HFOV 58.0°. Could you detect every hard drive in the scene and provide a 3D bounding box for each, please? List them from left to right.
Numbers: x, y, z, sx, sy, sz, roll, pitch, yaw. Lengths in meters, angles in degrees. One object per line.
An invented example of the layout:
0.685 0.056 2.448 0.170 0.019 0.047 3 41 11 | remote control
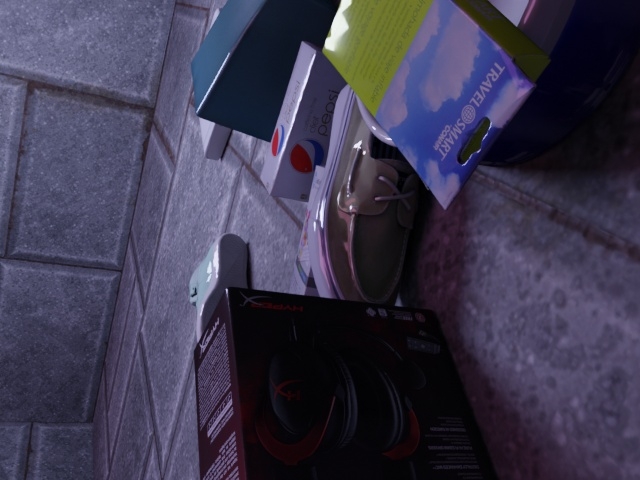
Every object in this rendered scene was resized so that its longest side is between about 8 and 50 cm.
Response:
-0.258 -0.400 1.454 0.233 0.047 0.353 -61 31 36 | hard drive

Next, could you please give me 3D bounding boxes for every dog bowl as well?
0.135 -0.199 0.488 0.265 0.104 0.265 -31 55 58 | dog bowl

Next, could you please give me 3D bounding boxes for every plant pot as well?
-0.083 -0.310 0.935 0.234 0.165 0.166 -51 37 34 | plant pot

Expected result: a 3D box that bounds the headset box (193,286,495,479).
0.022 0.194 0.465 0.110 0.218 0.293 -58 33 40 | headset box

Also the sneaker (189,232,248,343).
-0.202 0.127 1.103 0.151 0.094 0.256 -45 33 43 | sneaker

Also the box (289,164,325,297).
0.000 0.000 0.746 0.145 0.038 0.186 -126 49 -78 | box

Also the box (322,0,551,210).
0.073 -0.122 0.398 0.178 0.042 0.109 58 143 28 | box

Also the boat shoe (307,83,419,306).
0.056 -0.059 0.612 0.094 0.109 0.303 -27 55 58 | boat shoe

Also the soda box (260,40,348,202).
-0.019 -0.167 0.838 0.216 0.073 0.069 -70 28 23 | soda box
